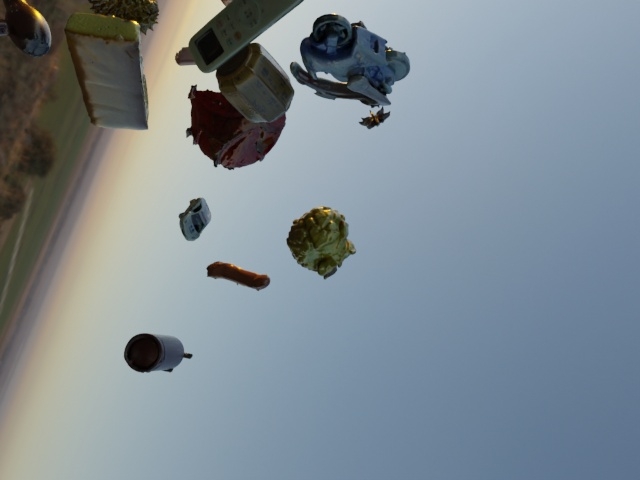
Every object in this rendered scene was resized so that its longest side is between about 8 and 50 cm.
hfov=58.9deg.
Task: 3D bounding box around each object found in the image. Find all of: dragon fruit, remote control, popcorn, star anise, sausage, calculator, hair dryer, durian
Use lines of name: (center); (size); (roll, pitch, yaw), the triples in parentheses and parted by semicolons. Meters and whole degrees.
dragon fruit: (-0.294, -0.365, 1.921); (0.100, 0.343, 0.282); (-76, 172, -66)
remote control: (-0.153, -0.453, 1.160); (0.309, 0.090, 0.038); (-25, -173, 31)
popcorn: (0.000, 0.000, 2.038); (0.258, 0.224, 0.270); (45, -34, 48)
star anise: (0.226, -0.507, 2.374); (0.141, 0.042, 0.141); (-17, -143, 13)
sausage: (-0.312, 0.134, 2.158); (0.304, 0.078, 0.078); (13, -101, 29)
calculator: (-0.481, -0.721, 2.209); (0.032, 0.175, 0.100); (82, 8, -52)
hair dryer: (-1.048, -0.697, 1.769); (0.312, 0.340, 0.123); (52, -47, 20)
durian: (-0.670, -0.771, 1.864); (0.154, 0.260, 0.186); (-66, 171, -57)

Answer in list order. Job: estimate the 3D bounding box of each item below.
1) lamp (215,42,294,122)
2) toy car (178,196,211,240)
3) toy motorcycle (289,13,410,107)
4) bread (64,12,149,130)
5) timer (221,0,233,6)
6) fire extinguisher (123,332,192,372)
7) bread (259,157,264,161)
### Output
lamp: (-0.166, -0.398, 1.442); (0.161, 0.185, 0.161); (-19, -126, 28)
toy car: (-0.400, -0.069, 1.825); (0.056, 0.095, 0.205); (-14, -156, 11)
toy motorcycle: (0.069, -0.447, 1.479); (0.241, 0.319, 0.182); (-49, -139, 29)
bread: (-0.458, -0.361, 1.253); (0.361, 0.138, 0.077); (128, -35, -68)
timer: (-0.158, -0.692, 1.470); (0.215, 0.229, 0.229); (-66, -158, -1)
fire extinguisher: (-0.411, 0.293, 1.470); (0.269, 0.104, 0.105); (82, 25, -78)
bread: (-0.256, -0.330, 2.061); (0.082, 0.113, 0.060); (99, 9, -57)
